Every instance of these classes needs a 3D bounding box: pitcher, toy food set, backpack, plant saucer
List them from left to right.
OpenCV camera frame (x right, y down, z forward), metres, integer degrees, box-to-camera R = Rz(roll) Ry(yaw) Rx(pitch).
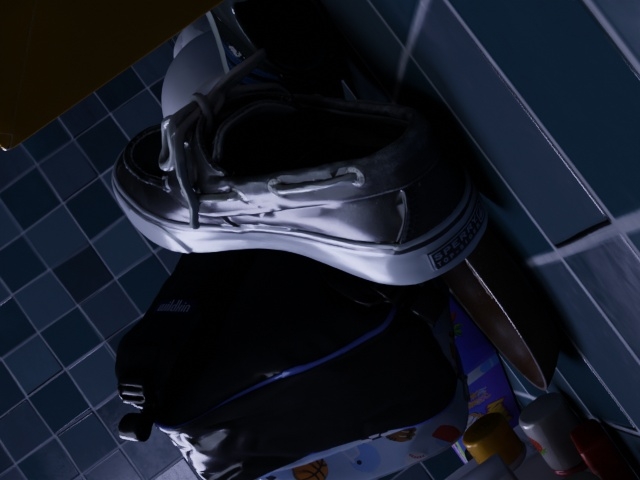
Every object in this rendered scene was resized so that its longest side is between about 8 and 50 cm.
[{"bbox_3d":[-0.058,-0.121,1.037,0.178,0.125,0.207,33,-166,-16],"label":"pitcher"},{"bbox_3d":[0.001,0.074,0.960,0.213,0.277,0.263,58,-159,-33],"label":"backpack"},{"bbox_3d":[0.105,0.022,0.744,0.168,0.029,0.168,53,177,4],"label":"plant saucer"},{"bbox_3d":[0.177,0.196,0.809,0.104,0.111,0.232,53,-176,-11],"label":"toy food set"}]

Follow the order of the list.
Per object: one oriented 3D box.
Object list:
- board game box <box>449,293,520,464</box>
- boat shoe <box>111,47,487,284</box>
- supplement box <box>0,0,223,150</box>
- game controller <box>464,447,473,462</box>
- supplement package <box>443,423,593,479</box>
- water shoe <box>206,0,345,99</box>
[{"bbox_3d":[0.119,0.120,1.260,0.233,0.078,0.347,52,177,31],"label":"board game box"},{"bbox_3d":[-0.043,-0.051,0.701,0.306,0.113,0.105,18,150,48],"label":"boat shoe"},{"bbox_3d":[-0.138,-0.185,0.567,0.194,0.191,0.129,52,177,47],"label":"supplement box"},{"bbox_3d":[0.266,0.324,1.216,0.166,0.067,0.319,35,164,51],"label":"game controller"},{"bbox_3d":[0.136,0.306,0.977,0.175,0.293,0.177,54,177,4],"label":"supplement package"},{"bbox_3d":[-0.025,-0.119,0.745,0.080,0.073,0.203,49,175,40],"label":"water shoe"}]
